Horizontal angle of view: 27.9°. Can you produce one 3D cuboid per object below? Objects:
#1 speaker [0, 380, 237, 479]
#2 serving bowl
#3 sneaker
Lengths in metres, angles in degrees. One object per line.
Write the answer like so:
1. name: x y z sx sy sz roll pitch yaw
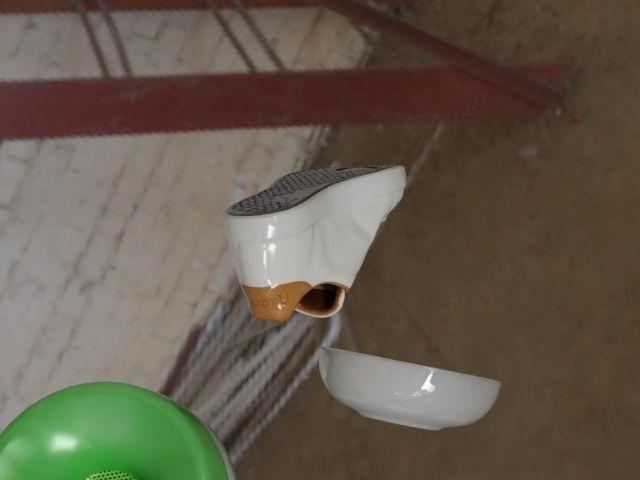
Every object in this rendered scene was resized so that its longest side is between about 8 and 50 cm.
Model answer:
1. speaker: -0.087 0.178 0.697 0.296 0.131 0.131 78 -165 -62
2. serving bowl: 0.038 0.069 0.579 0.083 0.083 0.027 3 80 60
3. sneaker: 0.000 0.000 1.214 0.105 0.290 0.123 -1 104 30
